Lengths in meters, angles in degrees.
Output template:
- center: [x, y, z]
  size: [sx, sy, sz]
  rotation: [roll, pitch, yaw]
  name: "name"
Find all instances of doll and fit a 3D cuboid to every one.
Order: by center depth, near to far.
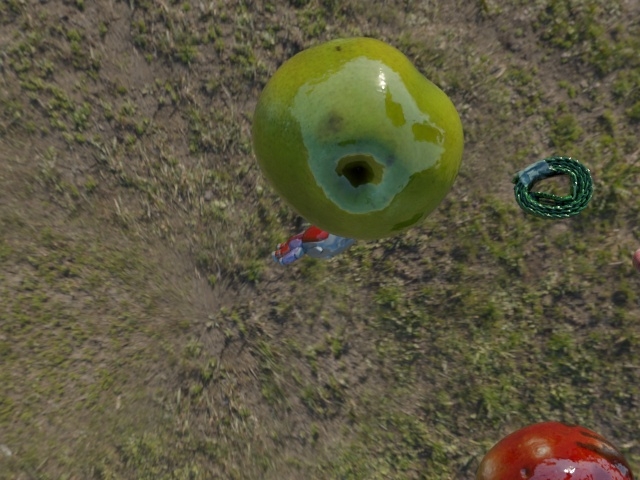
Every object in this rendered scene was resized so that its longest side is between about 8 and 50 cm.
- center: [0.000, 0.000, 1.358]
  size: [0.228, 0.102, 0.075]
  rotation: [-15, 117, 29]
  name: "doll"

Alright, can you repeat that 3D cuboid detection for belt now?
- center: [0.452, -0.100, 1.320]
  size: [0.151, 0.079, 0.121]
  rotation: [-3, 89, 13]
  name: "belt"

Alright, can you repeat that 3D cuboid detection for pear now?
- center: [0.034, -0.101, 0.595]
  size: [0.180, 0.166, 0.216]
  rotation: [25, 36, -12]
  name: "pear"

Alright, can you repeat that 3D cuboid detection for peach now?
- center: [0.360, 0.382, 1.040]
  size: [0.244, 0.243, 0.199]
  rotation: [-14, 59, -10]
  name: "peach"

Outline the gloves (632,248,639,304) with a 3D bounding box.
- center: [0.562, 0.021, 1.041]
  size: [0.241, 0.145, 0.126]
  rotation: [3, 53, -27]
  name: "gloves"
